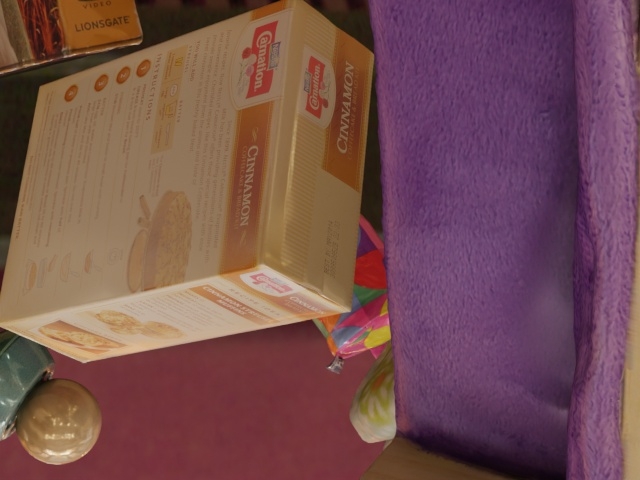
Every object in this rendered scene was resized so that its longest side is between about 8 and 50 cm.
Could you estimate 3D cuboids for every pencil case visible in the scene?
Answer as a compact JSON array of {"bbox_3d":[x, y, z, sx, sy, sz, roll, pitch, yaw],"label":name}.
[{"bbox_3d":[0.000,0.000,1.408,0.104,0.236,0.104,-27,163,-9],"label":"pencil case"}]

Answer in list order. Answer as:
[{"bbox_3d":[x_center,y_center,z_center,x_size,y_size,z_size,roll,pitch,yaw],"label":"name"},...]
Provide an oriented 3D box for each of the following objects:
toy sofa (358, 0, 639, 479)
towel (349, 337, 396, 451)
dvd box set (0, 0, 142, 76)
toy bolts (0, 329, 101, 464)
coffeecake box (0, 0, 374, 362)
[{"bbox_3d":[0.077,-0.032,0.551,0.150,0.177,0.363,13,124,28],"label":"toy sofa"},{"bbox_3d":[0.194,-0.025,0.893,0.090,0.320,0.374,42,144,-9],"label":"towel"},{"bbox_3d":[-0.262,-0.311,1.022,0.062,0.307,0.420,-17,99,-39],"label":"dvd box set"},{"bbox_3d":[-0.261,0.163,1.098,0.158,0.218,0.228,33,81,6],"label":"toy bolts"},{"bbox_3d":[-0.069,-0.025,0.787,0.185,0.142,0.068,-13,151,38],"label":"coffeecake box"}]
